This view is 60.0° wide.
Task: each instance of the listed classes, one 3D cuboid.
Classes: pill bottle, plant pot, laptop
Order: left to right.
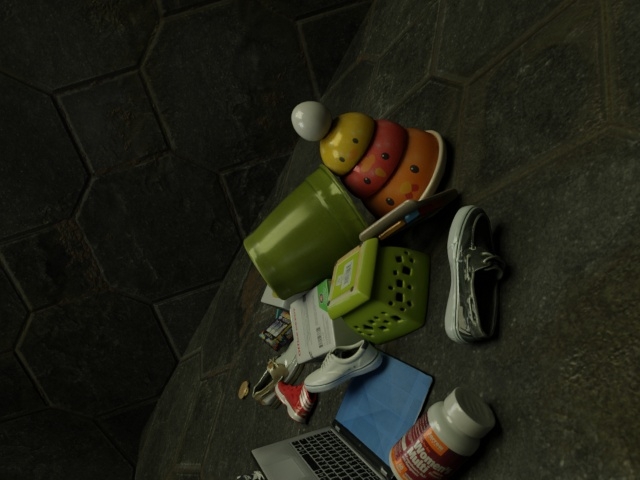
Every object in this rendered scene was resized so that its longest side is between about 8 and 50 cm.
[{"bbox_3d":[-0.043,0.003,1.789,0.353,0.366,0.366,-33,23,0],"label":"plant pot"},{"bbox_3d":[0.038,0.469,1.451,0.382,0.408,0.236,-175,75,-70],"label":"laptop"},{"bbox_3d":[0.154,0.136,1.567,0.227,0.207,0.228,-39,32,51],"label":"plant pot"},{"bbox_3d":[0.249,0.411,1.141,0.221,0.121,0.121,-56,22,24],"label":"pill bottle"}]

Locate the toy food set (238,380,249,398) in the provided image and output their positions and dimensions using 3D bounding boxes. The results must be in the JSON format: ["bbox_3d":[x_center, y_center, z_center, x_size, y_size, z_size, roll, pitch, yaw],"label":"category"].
[{"bbox_3d":[-0.338,0.660,2.451,0.083,0.020,0.082,-52,24,33],"label":"toy food set"}]

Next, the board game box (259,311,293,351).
[{"bbox_3d":[-0.154,0.351,2.149,0.141,0.048,0.170,-43,16,-14],"label":"board game box"}]

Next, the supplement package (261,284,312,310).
[{"bbox_3d":[-0.065,0.182,2.063,0.263,0.198,0.199,-3,64,67],"label":"supplement package"}]

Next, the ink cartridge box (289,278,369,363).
[{"bbox_3d":[0.020,0.263,1.761,0.289,0.122,0.211,-39,55,57],"label":"ink cartridge box"}]

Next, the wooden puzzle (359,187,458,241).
[{"bbox_3d":[0.253,-0.064,1.556,0.221,0.239,0.044,-37,74,42],"label":"wooden puzzle"}]

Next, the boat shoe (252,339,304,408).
[{"bbox_3d":[-0.149,0.486,2.062,0.302,0.103,0.113,-62,21,8],"label":"boat shoe"}]

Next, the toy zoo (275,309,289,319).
[{"bbox_3d":[-0.139,0.311,2.343,0.192,0.030,0.293,-42,31,47],"label":"toy zoo"}]

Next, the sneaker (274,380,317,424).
[{"bbox_3d":[-0.072,0.518,1.899,0.128,0.087,0.221,-56,33,2],"label":"sneaker"}]

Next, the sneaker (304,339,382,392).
[{"bbox_3d":[0.049,0.350,1.581,0.258,0.091,0.094,-30,15,22],"label":"sneaker"}]

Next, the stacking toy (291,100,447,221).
[{"bbox_3d":[0.116,-0.276,1.729,0.350,0.480,0.350,-51,25,34],"label":"stacking toy"}]

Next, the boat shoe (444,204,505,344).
[{"bbox_3d":[0.370,0.073,1.271,0.119,0.121,0.335,-17,62,54],"label":"boat shoe"}]

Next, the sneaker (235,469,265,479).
[{"bbox_3d":[-0.190,0.757,1.784,0.094,0.153,0.234,1,68,67],"label":"sneaker"}]
